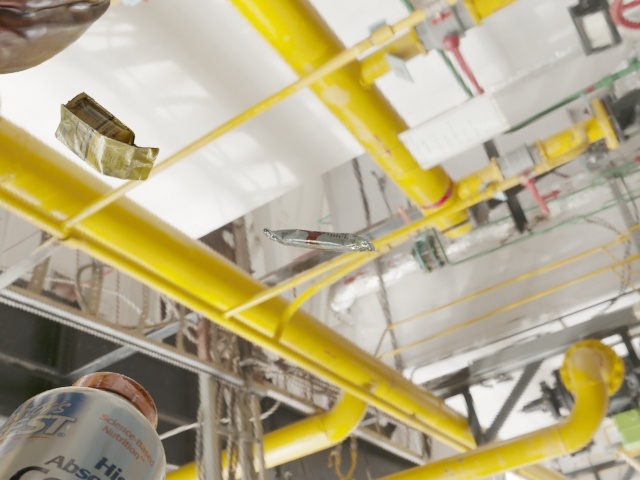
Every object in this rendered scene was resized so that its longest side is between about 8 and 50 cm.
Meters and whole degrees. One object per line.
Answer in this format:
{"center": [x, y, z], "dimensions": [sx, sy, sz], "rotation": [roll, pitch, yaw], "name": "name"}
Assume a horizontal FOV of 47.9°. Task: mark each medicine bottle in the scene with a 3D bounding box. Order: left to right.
{"center": [-0.224, 0.228, 0.606], "dimensions": [0.157, 0.157, 0.288], "rotation": [58, -165, -17], "name": "medicine bottle"}

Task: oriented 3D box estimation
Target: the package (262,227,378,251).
{"center": [0.000, 0.000, 0.694], "dimensions": [0.037, 0.110, 0.015], "rotation": [46, -129, -70], "name": "package"}

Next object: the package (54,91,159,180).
{"center": [-0.283, -0.129, 0.949], "dimensions": [0.131, 0.071, 0.047], "rotation": [39, -137, -2], "name": "package"}

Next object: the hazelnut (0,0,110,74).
{"center": [-0.404, -0.380, 0.882], "dimensions": [0.372, 0.372, 0.315], "rotation": [23, -149, -59], "name": "hazelnut"}
